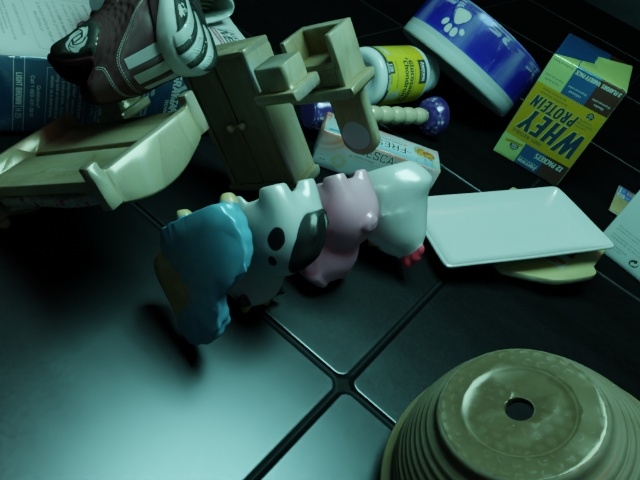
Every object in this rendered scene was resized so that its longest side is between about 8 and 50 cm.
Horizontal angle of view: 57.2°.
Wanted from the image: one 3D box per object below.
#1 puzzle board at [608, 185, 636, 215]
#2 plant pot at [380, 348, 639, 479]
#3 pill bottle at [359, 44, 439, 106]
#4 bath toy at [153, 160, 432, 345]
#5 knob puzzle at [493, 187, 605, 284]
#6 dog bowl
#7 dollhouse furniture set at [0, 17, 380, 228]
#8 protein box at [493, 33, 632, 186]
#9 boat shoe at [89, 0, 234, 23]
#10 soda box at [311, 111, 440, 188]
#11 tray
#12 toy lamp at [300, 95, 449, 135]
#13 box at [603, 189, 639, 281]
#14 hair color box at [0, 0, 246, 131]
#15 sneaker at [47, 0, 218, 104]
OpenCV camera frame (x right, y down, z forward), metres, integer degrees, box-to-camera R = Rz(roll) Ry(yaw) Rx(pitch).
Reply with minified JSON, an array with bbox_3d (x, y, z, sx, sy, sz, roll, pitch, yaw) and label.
[{"bbox_3d":[0.596,-0.054,1.108,0.096,0.011,0.128,35,39,14],"label":"puzzle board"},{"bbox_3d":[0.155,0.163,0.451,0.237,0.110,0.237,-13,34,9],"label":"plant pot"},{"bbox_3d":[0.134,-0.301,1.070,0.184,0.103,0.103,-19,55,-41],"label":"pill bottle"},{"bbox_3d":[0.000,0.000,0.636,0.348,0.151,0.129,-17,92,-44],"label":"bath toy"},{"bbox_3d":[0.308,0.007,0.863,0.213,0.030,0.213,7,41,-6],"label":"knob puzzle"},{"bbox_3d":[0.293,-0.365,1.145,0.265,0.104,0.265,37,16,-13],"label":"dog bowl"},{"bbox_3d":[-0.141,-0.047,0.575,0.303,0.174,0.355,2,38,34],"label":"dollhouse furniture set"},{"bbox_3d":[0.454,-0.248,1.100,0.136,0.201,0.200,33,39,10],"label":"protein box"},{"bbox_3d":[-0.190,-0.315,0.758,0.076,0.083,0.226,31,37,11],"label":"boat shoe"},{"bbox_3d":[0.081,-0.123,0.868,0.183,0.063,0.058,19,39,-7],"label":"soda box"},{"bbox_3d":[0.263,-0.016,0.834,0.270,0.030,0.145,-6,44,-18],"label":"tray"},{"bbox_3d":[0.092,-0.207,0.960,0.275,0.080,0.080,-9,49,-35],"label":"toy lamp"},{"bbox_3d":[0.568,-0.011,0.905,0.119,0.182,0.181,-19,55,-39],"label":"box"},{"bbox_3d":[-0.258,-0.231,0.776,0.347,0.105,0.174,-7,48,-34],"label":"hair color box"},{"bbox_3d":[-0.210,-0.238,0.609,0.162,0.106,0.281,-26,46,7],"label":"sneaker"}]
